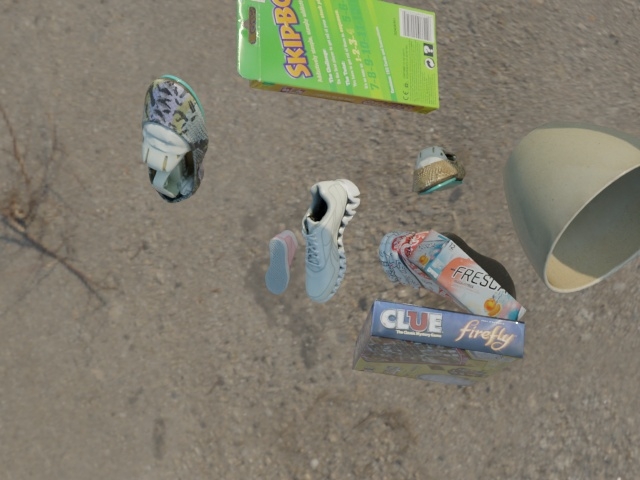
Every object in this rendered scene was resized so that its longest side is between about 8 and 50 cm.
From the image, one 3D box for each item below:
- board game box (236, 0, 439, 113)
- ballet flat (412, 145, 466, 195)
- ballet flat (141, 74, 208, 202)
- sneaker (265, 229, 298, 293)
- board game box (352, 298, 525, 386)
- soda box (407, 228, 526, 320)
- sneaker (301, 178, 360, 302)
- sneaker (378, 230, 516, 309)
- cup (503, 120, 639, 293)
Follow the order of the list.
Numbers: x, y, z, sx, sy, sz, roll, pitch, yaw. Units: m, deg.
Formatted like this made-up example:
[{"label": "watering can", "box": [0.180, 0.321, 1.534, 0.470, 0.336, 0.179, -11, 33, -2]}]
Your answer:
[{"label": "board game box", "box": [0.021, -0.223, 0.908, 0.039, 0.260, 0.124, -15, 73, 59]}, {"label": "ballet flat", "box": [0.171, -0.107, 1.182, 0.073, 0.206, 0.067, -20, 89, 16]}, {"label": "ballet flat", "box": [-0.089, -0.053, 0.474, 0.041, 0.114, 0.041, 2, 68, -5]}, {"label": "sneaker", "box": [-0.074, 0.040, 1.589, 0.051, 0.070, 0.134, 15, 122, 17]}, {"label": "board game box", "box": [0.130, 0.129, 0.947, 0.165, 0.243, 0.042, 8, 72, 0]}, {"label": "soda box", "box": [0.212, 0.063, 1.140, 0.183, 0.063, 0.058, 39, 90, -25]}, {"label": "sneaker", "box": [0.000, 0.000, 1.806, 0.110, 0.118, 0.292, 16, 100, 38]}, {"label": "sneaker", "box": [0.210, 0.059, 1.317, 0.145, 0.270, 0.090, 4, 67, 44]}, {"label": "cup", "box": [0.493, -0.096, 1.525, 0.331, 0.331, 0.237, -55, 49, 24]}]
